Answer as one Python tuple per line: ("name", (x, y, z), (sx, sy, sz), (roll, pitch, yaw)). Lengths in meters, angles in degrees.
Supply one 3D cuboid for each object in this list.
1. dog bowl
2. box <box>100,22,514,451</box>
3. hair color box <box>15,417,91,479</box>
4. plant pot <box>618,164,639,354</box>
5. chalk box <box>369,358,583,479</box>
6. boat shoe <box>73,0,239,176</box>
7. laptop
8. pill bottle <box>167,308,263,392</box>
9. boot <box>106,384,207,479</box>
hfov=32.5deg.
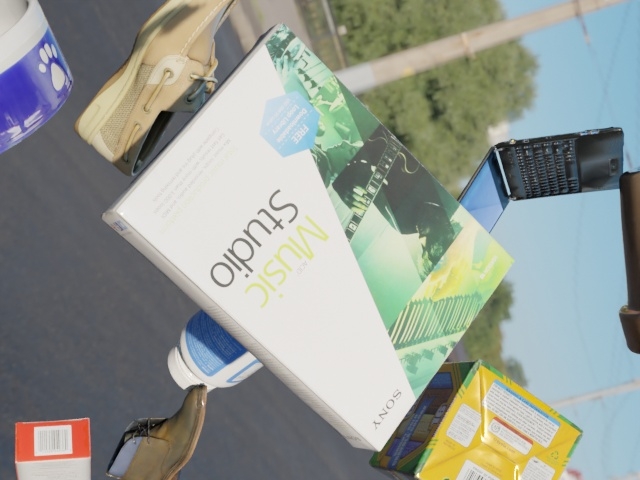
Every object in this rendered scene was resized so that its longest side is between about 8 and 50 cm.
("dog bowl", (-0.414, -0.169, 1.216), (0.265, 0.264, 0.104), (-99, 168, -59))
("box", (0.000, 0.000, 0.985), (0.322, 0.232, 0.058), (44, -20, -17))
("hair color box", (-0.263, 0.224, 1.088), (0.141, 0.072, 0.043), (109, -24, -55))
("plant pot", (0.487, 0.001, 1.413), (0.263, 0.263, 0.229), (-46, 116, -85))
("chalk box", (0.200, 0.288, 1.538), (0.180, 0.179, 0.289), (34, -12, -7))
("boat shoe", (-0.178, -0.215, 1.379), (0.110, 0.341, 0.121), (46, 36, -1))
("laptop", (0.301, -0.043, 1.557), (0.234, 0.264, 0.137), (48, 38, -68))
("pill bottle", (-0.129, 0.141, 1.614), (0.124, 0.221, 0.124), (27, 44, -30))
("boot", (-0.243, 0.295, 1.643), (0.082, 0.106, 0.219), (-94, -155, -62))
